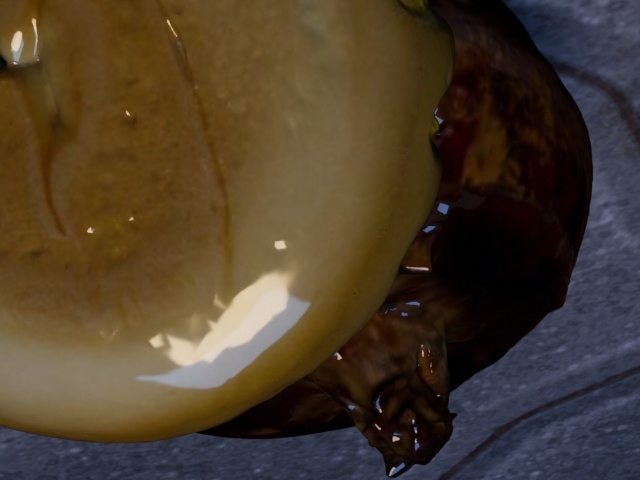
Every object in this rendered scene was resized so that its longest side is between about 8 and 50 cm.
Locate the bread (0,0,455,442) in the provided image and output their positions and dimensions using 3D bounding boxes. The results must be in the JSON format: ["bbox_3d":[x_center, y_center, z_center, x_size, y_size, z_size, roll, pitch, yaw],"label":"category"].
[{"bbox_3d":[-0.089,-0.076,0.730,0.333,0.333,0.160,-20,-179,7],"label":"bread"}]

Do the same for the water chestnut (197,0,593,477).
[{"bbox_3d":[0.000,0.000,0.940,0.351,0.302,0.350,-11,149,-7],"label":"water chestnut"}]
